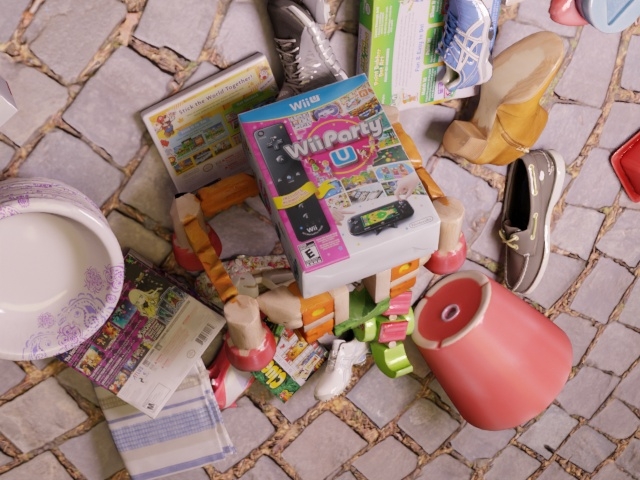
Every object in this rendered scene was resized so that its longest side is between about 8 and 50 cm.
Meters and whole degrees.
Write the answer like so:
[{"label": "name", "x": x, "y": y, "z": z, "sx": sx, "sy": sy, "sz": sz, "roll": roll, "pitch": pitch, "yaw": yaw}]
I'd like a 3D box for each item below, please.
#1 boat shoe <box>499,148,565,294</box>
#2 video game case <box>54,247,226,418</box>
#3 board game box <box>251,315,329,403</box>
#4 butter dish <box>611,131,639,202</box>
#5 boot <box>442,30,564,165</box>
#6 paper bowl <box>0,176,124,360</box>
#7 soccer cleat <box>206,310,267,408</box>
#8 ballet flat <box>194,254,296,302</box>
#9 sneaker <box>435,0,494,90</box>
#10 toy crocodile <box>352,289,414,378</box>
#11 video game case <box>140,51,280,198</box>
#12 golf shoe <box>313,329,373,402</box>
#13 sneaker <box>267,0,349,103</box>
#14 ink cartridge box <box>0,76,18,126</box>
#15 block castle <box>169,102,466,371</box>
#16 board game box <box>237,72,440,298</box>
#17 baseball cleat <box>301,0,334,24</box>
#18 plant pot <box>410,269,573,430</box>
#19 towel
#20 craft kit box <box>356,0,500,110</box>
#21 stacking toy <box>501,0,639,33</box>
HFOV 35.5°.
[{"label": "boat shoe", "x": 0.404, "y": -0.035, "z": 1.995, "sx": 0.091, "sy": 0.109, "sz": 0.305, "roll": -2, "pitch": 112, "yaw": -25}, {"label": "video game case", "x": -0.311, "y": 0.165, "z": 1.745, "sx": 0.210, "sy": 0.042, "sz": 0.232, "roll": 34, "pitch": 99, "yaw": -12}, {"label": "board game box", "x": -0.070, "y": 0.214, "z": 1.879, "sx": 0.136, "sy": 0.030, "sz": 0.260, "roll": -44, "pitch": 149, "yaw": -5}, {"label": "butter dish", "x": 0.709, "y": -0.152, "z": 2.069, "sx": 0.160, "sy": 0.118, "sz": 0.160, "roll": -40, "pitch": 127, "yaw": 0}, {"label": "boot", "x": 0.367, "y": -0.251, "z": 1.817, "sx": 0.211, "sy": 0.104, "sz": 0.295, "roll": 0, "pitch": 140, "yaw": -50}, {"label": "paper bowl", "x": -0.464, "y": 0.035, "z": 1.578, "sx": 0.284, "sy": 0.148, "sz": 0.284, "roll": -12, "pitch": 122, "yaw": -20}, {"label": "soccer cleat", "x": -0.143, "y": 0.215, "z": 1.886, "sx": 0.095, "sy": 0.083, "sz": 0.248, "roll": 21, "pitch": 109, "yaw": -43}, {"label": "ballet flat", "x": -0.106, "y": 0.071, "z": 1.819, "sx": 0.241, "sy": 0.077, "sz": 0.091, "roll": -11, "pitch": 122, "yaw": -20}, {"label": "sneaker", "x": 0.236, "y": -0.332, "z": 1.660, "sx": 0.081, "sy": 0.080, "sz": 0.211, "roll": -26, "pitch": 136, "yaw": -9}, {"label": "toy crocodile", "x": 0.135, "y": 0.100, "z": 1.924, "sx": 0.115, "sy": 0.105, "sz": 0.341, "roll": -5, "pitch": 109, "yaw": -23}, {"label": "video game case", "x": -0.161, "y": -0.178, "z": 1.684, "sx": 0.227, "sy": 0.026, "sz": 0.206, "roll": -28, "pitch": 126, "yaw": -8}, {"label": "golf shoe", "x": 0.032, "y": 0.238, "z": 1.969, "sx": 0.176, "sy": 0.069, "sz": 0.086, "roll": -49, "pitch": 122, "yaw": -35}, {"label": "sneaker", "x": -0.043, "y": -0.277, "z": 1.632, "sx": 0.132, "sy": 0.086, "sz": 0.229, "roll": -49, "pitch": 128, "yaw": -13}, {"label": "ink cartridge box", "x": -0.546, "y": -0.187, "z": 1.424, "sx": 0.176, "sy": 0.128, "sz": 0.127, "roll": -42, "pitch": 127, "yaw": 2}, {"label": "block castle", "x": 0.000, "y": 0.000, "z": 1.684, "sx": 0.453, "sy": 0.303, "sz": 0.213, "roll": -26, "pitch": 153, "yaw": -11}, {"label": "board game box", "x": 0.023, "y": -0.090, "z": 1.557, "sx": 0.224, "sy": 0.303, "sz": 0.097, "roll": -20, "pitch": 151, "yaw": -8}, {"label": "baseball cleat", "x": -0.054, "y": -0.427, "z": 1.580, "sx": 0.109, "sy": 0.072, "sz": 0.206, "roll": -19, "pitch": 120, "yaw": 1}, {"label": "plant pot", "x": 0.326, "y": 0.207, "z": 2.011, "sx": 0.275, "sy": 0.275, "sz": 0.243, "roll": -44, "pitch": 118, "yaw": 2}, {"label": "towel", "x": -0.292, "y": 0.308, "z": 1.839, "sx": 0.209, "sy": 0.034, "sz": 0.285, "roll": -16, "pitch": 112, "yaw": 0}, {"label": "craft kit box", "x": 0.183, "y": -0.345, "z": 1.715, "sx": 0.246, "sy": 0.061, "sz": 0.250, "roll": -16, "pitch": 134, "yaw": -21}, {"label": "stacking toy", "x": 0.477, "y": -0.511, "z": 1.745, "sx": 0.279, "sy": 0.130, "sz": 0.309, "roll": -5, "pitch": 119, "yaw": -24}]
